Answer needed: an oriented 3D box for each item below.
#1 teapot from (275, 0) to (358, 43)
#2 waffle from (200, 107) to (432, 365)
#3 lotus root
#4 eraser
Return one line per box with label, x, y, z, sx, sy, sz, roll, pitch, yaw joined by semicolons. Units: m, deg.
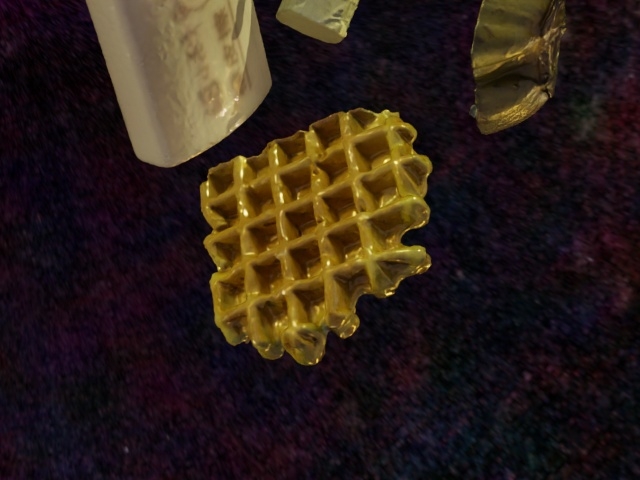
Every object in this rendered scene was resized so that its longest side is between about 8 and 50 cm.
teapot;0.028;-0.311;1.310;0.077;0.107;0.200;23;84;-9
waffle;0.000;0.000;1.132;0.229;0.219;0.057;-22;146;24
lotus root;0.211;-0.204;1.294;0.078;0.183;0.203;12;77;21
eraser;-0.141;-0.226;1.228;0.174;0.095;0.270;-44;138;-35
